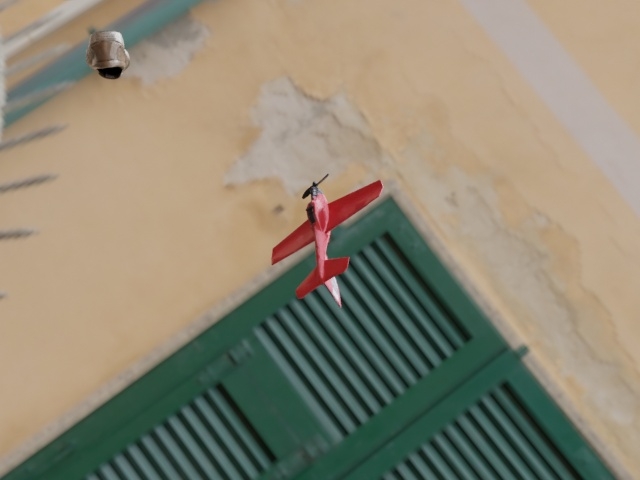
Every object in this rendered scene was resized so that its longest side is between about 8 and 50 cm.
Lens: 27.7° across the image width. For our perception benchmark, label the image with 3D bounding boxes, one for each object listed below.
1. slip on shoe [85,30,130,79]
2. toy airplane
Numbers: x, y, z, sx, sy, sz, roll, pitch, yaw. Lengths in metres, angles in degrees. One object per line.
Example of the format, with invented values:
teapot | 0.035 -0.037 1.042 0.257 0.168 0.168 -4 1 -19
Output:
slip on shoe | -0.244 -0.205 1.499 0.135 0.051 0.041 147 -61 -77
toy airplane | 0.000 0.000 1.266 0.028 0.151 0.151 30 3 -40
